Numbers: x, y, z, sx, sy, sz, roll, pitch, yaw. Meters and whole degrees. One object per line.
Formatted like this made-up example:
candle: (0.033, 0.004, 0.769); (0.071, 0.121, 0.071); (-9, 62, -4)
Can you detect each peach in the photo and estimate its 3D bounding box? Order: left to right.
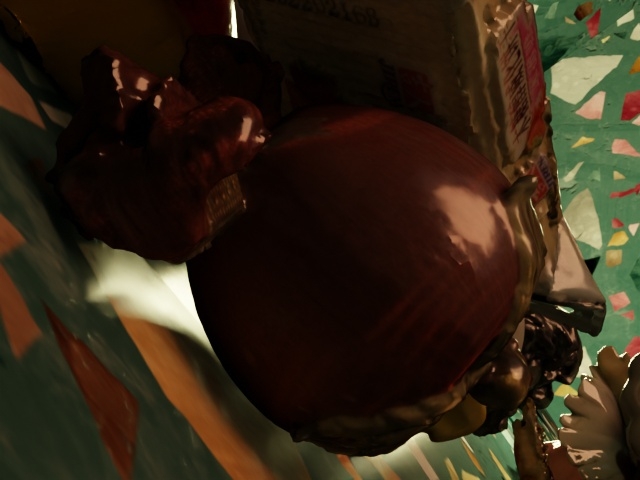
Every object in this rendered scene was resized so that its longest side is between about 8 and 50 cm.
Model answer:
peach: (-0.111, -0.137, 0.782); (0.151, 0.118, 0.151); (10, 27, -5)

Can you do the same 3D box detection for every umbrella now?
umbrella: (0.072, 0.034, 1.279); (0.128, 0.154, 0.336); (15, 11, -42)

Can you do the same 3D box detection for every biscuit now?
biscuit: (0.048, -0.070, 0.783); (0.186, 0.079, 0.309); (21, -30, 28)

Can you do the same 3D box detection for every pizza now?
pizza: (0.159, 0.201, 1.122); (0.184, 0.036, 0.176); (27, 49, -83)

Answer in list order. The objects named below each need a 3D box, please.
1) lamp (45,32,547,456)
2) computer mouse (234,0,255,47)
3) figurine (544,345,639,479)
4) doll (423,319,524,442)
lamp: (-0.003, 0.012, 0.689); (0.223, 0.151, 0.215); (22, 11, 3)
computer mouse: (-0.090, -0.140, 0.992); (0.232, 0.057, 0.120); (53, -33, -9)
figurine: (0.252, 0.209, 1.268); (0.387, 0.166, 0.207); (92, -8, -61)
doll: (0.044, 0.042, 1.036); (0.141, 0.117, 0.296); (60, -10, -15)
